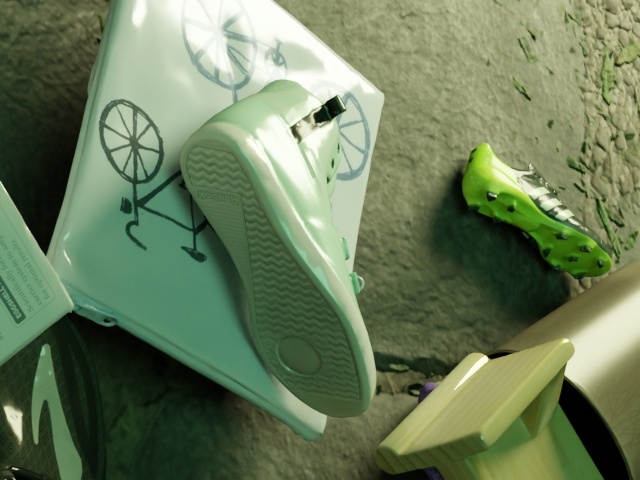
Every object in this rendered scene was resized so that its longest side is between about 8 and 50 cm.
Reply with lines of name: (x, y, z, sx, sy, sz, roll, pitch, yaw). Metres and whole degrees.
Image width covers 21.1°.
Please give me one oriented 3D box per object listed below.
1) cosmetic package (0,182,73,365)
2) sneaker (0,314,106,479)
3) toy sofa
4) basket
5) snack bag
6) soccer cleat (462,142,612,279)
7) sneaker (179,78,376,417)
cosmetic package: (-0.310, 0.048, 1.022, 0.224, 0.224, 0.138, -39, 113, -29)
sneaker: (-0.200, 0.237, 1.080, 0.185, 0.202, 0.483, 21, 55, -30)
toy sofa: (0.189, 0.274, 1.395, 0.150, 0.177, 0.363, -40, 103, -42)
basket: (0.256, 0.127, 1.516, 0.227, 0.154, 0.204, -38, 107, -42)
snack bag: (-0.070, -0.044, 1.332, 0.323, 0.037, 0.343, 35, 55, -43)
soccer cleat: (0.204, -0.027, 1.577, 0.179, 0.060, 0.072, 33, 47, -26)
sneaker: (0.000, 0.000, 1.306, 0.151, 0.094, 0.256, -47, 119, -50)
